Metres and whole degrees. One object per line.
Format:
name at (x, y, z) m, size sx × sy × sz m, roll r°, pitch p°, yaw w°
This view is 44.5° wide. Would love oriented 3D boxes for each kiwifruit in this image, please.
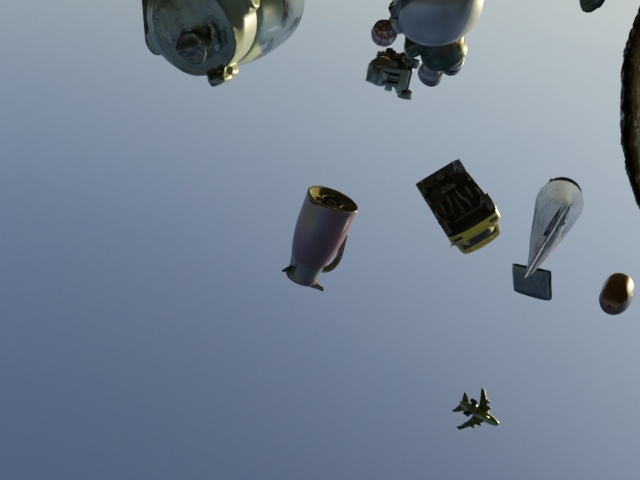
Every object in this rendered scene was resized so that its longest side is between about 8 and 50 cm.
kiwifruit at (0.673, 0.121, 1.778) m, size 0.075 × 0.075 × 0.124 m, roll 17°, pitch -145°, yaw 28°

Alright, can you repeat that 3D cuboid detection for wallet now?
wallet at (0.576, 0.112, 2.124) m, size 0.026 × 0.088 × 0.129 m, roll -14°, pitch -164°, yaw -31°

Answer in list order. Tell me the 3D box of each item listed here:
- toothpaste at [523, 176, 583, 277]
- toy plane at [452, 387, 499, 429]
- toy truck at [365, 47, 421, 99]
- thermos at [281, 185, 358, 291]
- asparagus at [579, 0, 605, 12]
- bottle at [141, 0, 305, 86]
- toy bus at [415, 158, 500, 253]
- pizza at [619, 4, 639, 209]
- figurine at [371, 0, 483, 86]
toothpaste at (0.345, -0.034, 1.149) m, size 0.073 × 0.114 × 0.299 m, roll 31°, pitch -156°, yaw 10°
toy plane at (0.333, 0.365, 1.664) m, size 0.111 × 0.040 × 0.102 m, roll 22°, pitch -103°, yaw 52°
toy truck at (0.194, -0.471, 2.179) m, size 0.140 × 0.108 × 0.257 m, roll 11°, pitch -159°, yaw -3°
thermos at (0.000, 0.000, 2.144) m, size 0.176 × 0.265 × 0.146 m, roll 3°, pitch -150°, yaw -34°
asparagus at (0.750, -0.810, 2.112) m, size 0.108 × 0.382 × 0.128 m, roll 0°, pitch -160°, yaw -2°
bottle at (-0.171, -0.386, 1.283) m, size 0.229 × 0.229 × 0.352 m, roll 8°, pitch -154°, yaw 12°
toy bus at (0.364, -0.078, 2.027) m, size 0.144 × 0.152 × 0.330 m, roll -30°, pitch -151°, yaw 7°
pizza at (0.651, -0.288, 1.340) m, size 0.080 × 0.435 × 0.392 m, roll -4°, pitch -118°, yaw -41°
figurine at (0.245, -0.450, 1.622) m, size 0.281 × 0.370 × 0.167 m, roll -27°, pitch -112°, yaw -2°
